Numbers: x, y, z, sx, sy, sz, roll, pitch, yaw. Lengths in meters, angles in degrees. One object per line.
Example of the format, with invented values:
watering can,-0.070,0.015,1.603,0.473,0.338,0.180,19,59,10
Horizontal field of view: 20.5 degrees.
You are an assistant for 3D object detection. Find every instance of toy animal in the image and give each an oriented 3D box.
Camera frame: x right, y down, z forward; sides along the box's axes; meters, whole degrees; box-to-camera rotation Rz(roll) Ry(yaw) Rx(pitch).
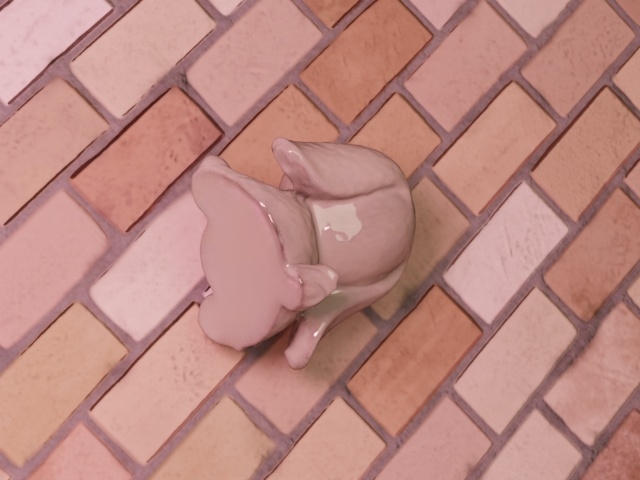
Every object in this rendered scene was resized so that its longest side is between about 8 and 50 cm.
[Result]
toy animal,0.000,0.000,2.038,0.265,0.206,0.272,-16,112,-44
